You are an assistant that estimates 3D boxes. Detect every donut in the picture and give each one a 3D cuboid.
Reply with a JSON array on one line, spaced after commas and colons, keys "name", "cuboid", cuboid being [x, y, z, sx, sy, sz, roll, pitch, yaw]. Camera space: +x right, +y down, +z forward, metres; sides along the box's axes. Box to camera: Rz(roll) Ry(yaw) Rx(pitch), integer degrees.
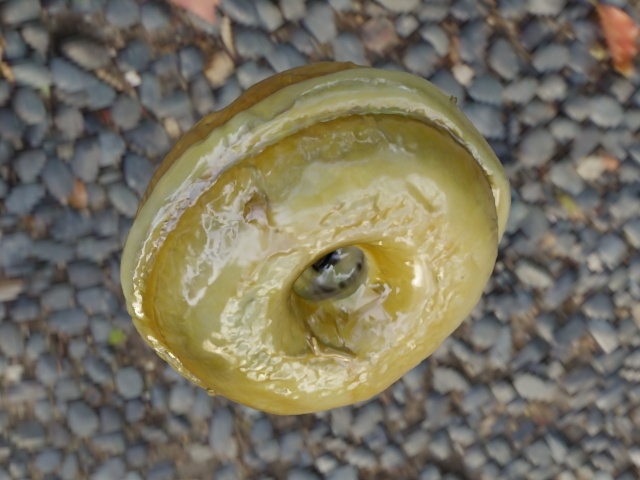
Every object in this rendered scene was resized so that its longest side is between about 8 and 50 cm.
[{"name": "donut", "cuboid": [0.000, 0.000, 1.920, 0.449, 0.198, 0.449, -17, 138, -16]}]

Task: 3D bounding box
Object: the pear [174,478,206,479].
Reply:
[{"name": "pear", "cuboid": [-0.096, 0.432, 1.720, 0.362, 0.362, 0.418, 3, 96, -14]}]
